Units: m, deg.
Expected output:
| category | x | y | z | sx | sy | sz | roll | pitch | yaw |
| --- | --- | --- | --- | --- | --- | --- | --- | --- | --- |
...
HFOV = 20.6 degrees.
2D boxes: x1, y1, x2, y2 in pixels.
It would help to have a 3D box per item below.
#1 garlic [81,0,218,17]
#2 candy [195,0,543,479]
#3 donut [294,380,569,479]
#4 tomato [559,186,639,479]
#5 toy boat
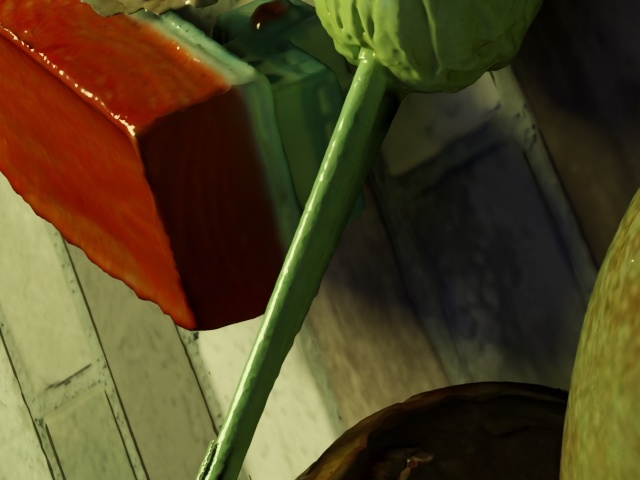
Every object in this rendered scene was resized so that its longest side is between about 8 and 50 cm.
| category | x | y | z | sx | sy | sz | roll | pitch | yaw |
| --- | --- | --- | --- | --- | --- | --- | --- | --- | --- |
| garlic | -0.096 | -0.188 | 0.738 | 0.207 | 0.257 | 0.207 | 19 | 117 | 41 |
| candy | 0.000 | 0.000 | 0.691 | 0.092 | 0.093 | 0.335 | 19 | 79 | 13 |
| donut | 0.060 | 0.236 | 0.675 | 0.136 | 0.259 | 0.345 | -34 | 75 | 42 |
| tomato | 0.198 | 0.084 | 0.461 | 0.303 | 0.239 | 0.303 | 35 | 134 | 47 |
| toy boat | -0.084 | -0.077 | 0.870 | 0.332 | 0.133 | 0.145 | 33 | 144 | 55 |
